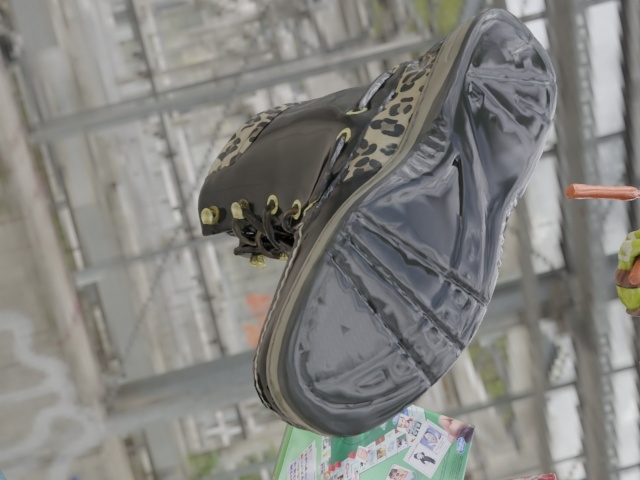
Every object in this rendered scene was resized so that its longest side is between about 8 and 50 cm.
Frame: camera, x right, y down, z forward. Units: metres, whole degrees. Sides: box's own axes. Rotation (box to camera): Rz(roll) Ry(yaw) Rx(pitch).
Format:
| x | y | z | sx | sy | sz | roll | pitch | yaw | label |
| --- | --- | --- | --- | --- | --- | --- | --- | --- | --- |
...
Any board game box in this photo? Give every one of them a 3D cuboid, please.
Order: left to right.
| x | y | z | sx | sy | sz | roll | pitch | yaw | label |
| --- | --- | --- | --- | --- | --- | --- | --- | --- | --- |
| 0.039 | 0.324 | 1.754 | 0.046 | 0.213 | 0.317 | 123 | -14 | -63 | board game box |

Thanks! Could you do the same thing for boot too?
| x | y | z | sx | sy | sz | roll | pitch | yaw | label |
| --- | --- | --- | --- | --- | --- | --- | --- | --- | --- |
| 0.002 | 0.000 | 0.742 | 0.179 | 0.236 | 0.085 | -14 | -53 | 49 | boot |

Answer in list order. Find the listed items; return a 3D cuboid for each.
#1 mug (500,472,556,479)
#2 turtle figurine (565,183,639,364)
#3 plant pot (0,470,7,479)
| x | y | z | sx | sy | sz | roll | pitch | yaw | label |
| --- | --- | --- | --- | --- | --- | --- | --- | --- | --- |
| 0.135 | 0.257 | 1.392 | 0.150 | 0.169 | 0.113 | -92 | 167 | -56 | mug |
| 0.266 | 0.076 | 1.094 | 0.269 | 0.087 | 0.217 | 31 | 29 | -41 | turtle figurine |
| -0.268 | 0.202 | 0.945 | 0.234 | 0.166 | 0.165 | 85 | -12 | -51 | plant pot |
